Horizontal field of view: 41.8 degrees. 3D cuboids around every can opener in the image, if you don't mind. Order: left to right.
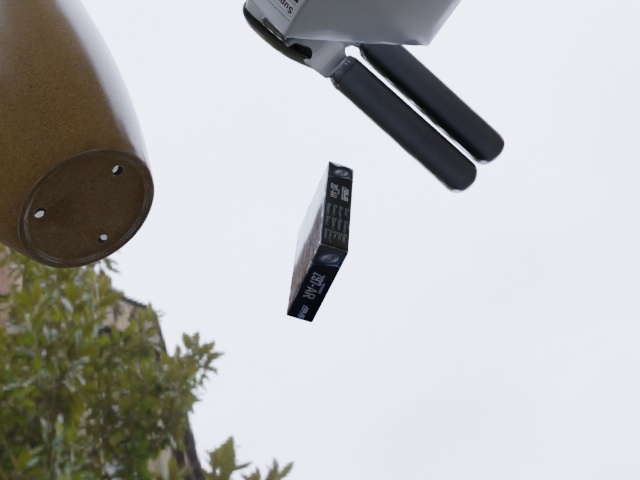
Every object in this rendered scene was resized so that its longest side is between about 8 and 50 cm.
[{"bbox_3d":[0.047,-0.155,0.776,0.074,0.280,0.093,-47,-9,-4],"label":"can opener"}]

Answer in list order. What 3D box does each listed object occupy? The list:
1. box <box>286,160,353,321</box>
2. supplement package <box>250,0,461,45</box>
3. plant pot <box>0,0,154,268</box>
[{"bbox_3d":[0.000,0.000,0.537,0.018,0.083,0.067,17,-50,-10],"label":"box"},{"bbox_3d":[0.041,-0.265,0.590,0.194,0.149,0.203,-14,-33,-52],"label":"supplement package"},{"bbox_3d":[-0.259,-0.098,0.738,0.237,0.254,0.237,-27,-39,-24],"label":"plant pot"}]
